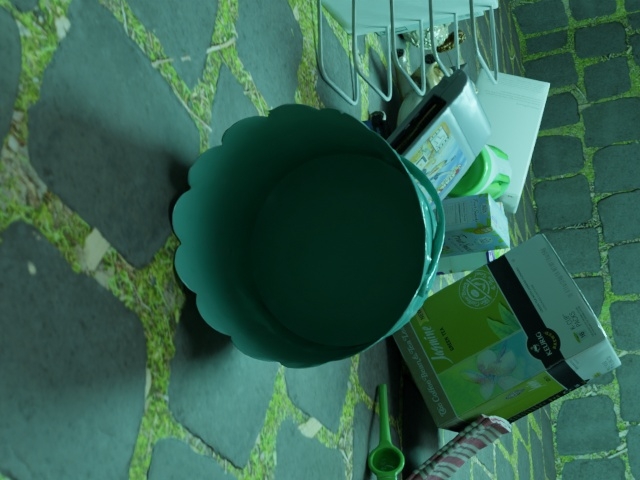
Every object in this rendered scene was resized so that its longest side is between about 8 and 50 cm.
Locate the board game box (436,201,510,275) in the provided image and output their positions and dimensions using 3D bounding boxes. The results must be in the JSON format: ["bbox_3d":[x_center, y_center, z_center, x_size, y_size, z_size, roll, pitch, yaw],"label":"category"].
[{"bbox_3d":[0.336,-0.008,1.933,0.275,0.142,0.144,-9,90,-69],"label":"board game box"}]

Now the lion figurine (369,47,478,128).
[{"bbox_3d":[0.196,-0.225,1.714,0.392,0.142,0.240,-65,152,-26],"label":"lion figurine"}]

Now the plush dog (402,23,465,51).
[{"bbox_3d":[0.242,-0.550,1.943,0.262,0.210,0.225,21,74,-34],"label":"plush dog"}]

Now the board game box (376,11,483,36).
[{"bbox_3d":[0.165,-0.488,1.596,0.303,0.224,0.098,5,77,-69],"label":"board game box"}]

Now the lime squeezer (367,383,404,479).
[{"bbox_3d":[0.112,0.375,1.321,0.110,0.058,0.310,29,53,-63],"label":"lime squeezer"}]

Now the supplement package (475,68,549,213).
[{"bbox_3d":[0.436,-0.241,2.081,0.177,0.175,0.293,56,50,-75],"label":"supplement package"}]

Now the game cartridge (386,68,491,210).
[{"bbox_3d":[0.166,-0.124,1.416,0.062,0.297,0.198,41,-1,36],"label":"game cartridge"}]

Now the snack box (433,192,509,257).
[{"bbox_3d":[0.239,-0.021,1.606,0.174,0.207,0.070,31,52,-62],"label":"snack box"}]

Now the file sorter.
[{"bbox_3d":[0.147,-0.347,1.430,0.193,0.277,0.173,26,62,-64],"label":"file sorter"}]

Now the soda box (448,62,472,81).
[{"bbox_3d":[0.318,-0.362,2.110,0.286,0.091,0.098,-52,129,-62],"label":"soda box"}]

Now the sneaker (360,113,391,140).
[{"bbox_3d":[0.074,-0.175,1.420,0.152,0.084,0.058,-35,114,-66],"label":"sneaker"}]

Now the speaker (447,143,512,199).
[{"bbox_3d":[0.305,-0.141,1.694,0.296,0.131,0.131,-4,84,-69],"label":"speaker"}]

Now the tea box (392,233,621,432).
[{"bbox_3d":[0.345,0.192,1.560,0.220,0.323,0.329,64,13,25],"label":"tea box"}]

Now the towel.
[{"bbox_3d":[0.243,0.378,1.492,0.029,0.197,0.144,53,11,28],"label":"towel"}]

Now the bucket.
[{"bbox_3d":[0.000,0.000,0.926,0.183,0.281,0.281,16,66,-73],"label":"bucket"}]
